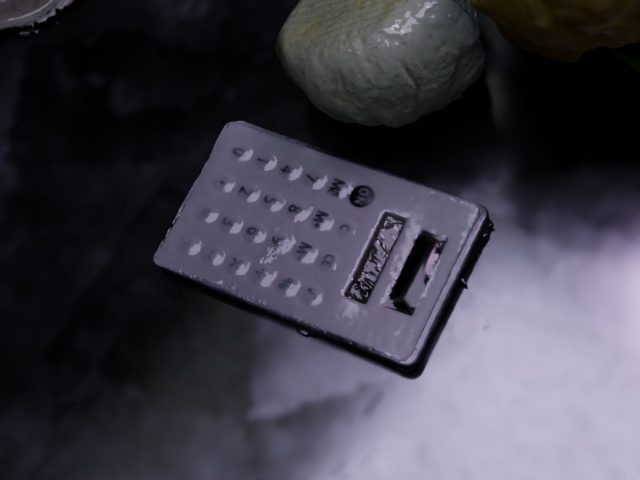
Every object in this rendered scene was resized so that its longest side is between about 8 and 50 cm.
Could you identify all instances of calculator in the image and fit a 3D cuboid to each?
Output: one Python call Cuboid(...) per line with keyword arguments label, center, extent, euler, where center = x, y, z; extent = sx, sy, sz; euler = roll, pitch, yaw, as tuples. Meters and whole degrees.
Cuboid(label="calculator", center=(0.000, 0.000, 1.056), extent=(0.262, 0.021, 0.161), euler=(20, 71, 22))

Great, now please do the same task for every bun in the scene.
Cuboid(label="bun", center=(0.071, -0.180, 1.067), extent=(0.204, 0.126, 0.212), euler=(13, 60, 47))

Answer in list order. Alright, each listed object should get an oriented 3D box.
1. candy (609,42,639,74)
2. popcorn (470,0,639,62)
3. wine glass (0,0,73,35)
Cuboid(label="candy", center=(0.345, -0.238, 1.061), extent=(0.246, 0.069, 0.149), euler=(-41, 54, 8))
Cuboid(label="popcorn", center=(0.231, -0.253, 0.922), extent=(0.265, 0.225, 0.332), euler=(-32, 29, -32))
Cuboid(label="wine glass", center=(-0.344, -0.349, 1.120), extent=(0.191, 0.357, 0.190), euler=(-4, 66, 9))
